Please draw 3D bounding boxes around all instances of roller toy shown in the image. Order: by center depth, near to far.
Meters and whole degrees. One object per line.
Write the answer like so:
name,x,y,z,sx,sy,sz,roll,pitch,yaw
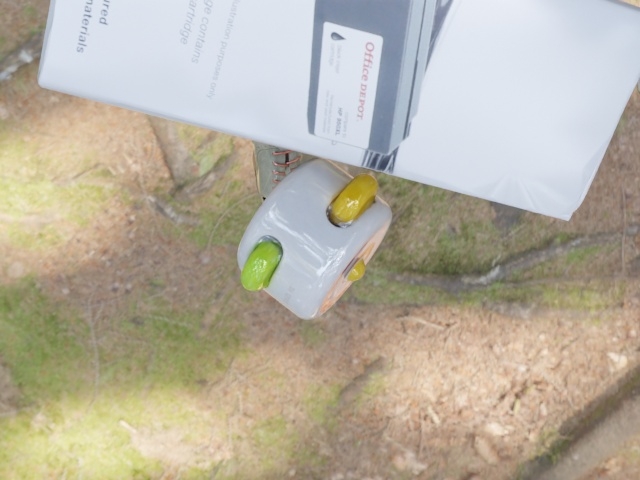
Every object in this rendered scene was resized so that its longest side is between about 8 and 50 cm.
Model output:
roller toy,0.000,0.000,1.018,0.146,0.191,0.209,37,91,10

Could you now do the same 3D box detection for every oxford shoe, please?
oxford shoe,-0.046,-0.137,1.187,0.123,0.130,0.348,-7,158,-5

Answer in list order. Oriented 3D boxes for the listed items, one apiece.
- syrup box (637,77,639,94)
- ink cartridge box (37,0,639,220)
syrup box,0.517,-0.165,1.006,0.096,0.237,0.093,-30,147,12
ink cartridge box,0.012,-0.182,0.618,0.394,0.285,0.166,13,114,-15
